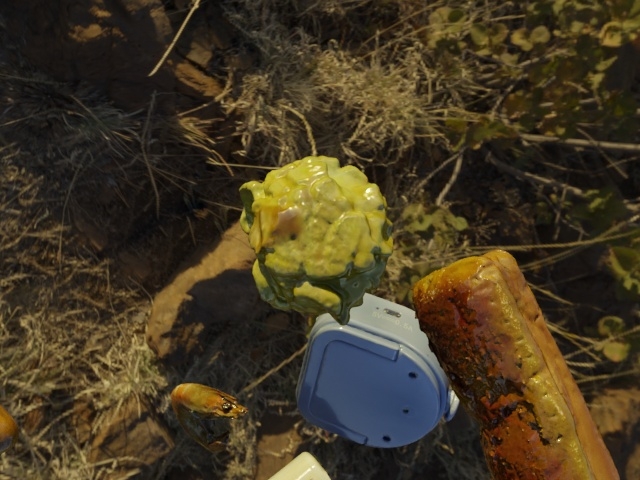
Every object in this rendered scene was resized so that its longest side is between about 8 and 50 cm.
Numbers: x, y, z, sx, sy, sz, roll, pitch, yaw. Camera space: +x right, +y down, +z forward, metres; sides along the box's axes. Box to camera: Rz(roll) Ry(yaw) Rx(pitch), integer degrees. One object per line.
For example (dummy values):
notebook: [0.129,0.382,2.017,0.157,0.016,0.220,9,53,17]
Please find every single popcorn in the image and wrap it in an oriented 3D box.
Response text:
popcorn: [-0.012,0.000,0.819,0.216,0.181,0.235,2,76,1]

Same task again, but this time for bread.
bread: [0.179,0.149,0.579,0.077,0.139,0.271,-15,78,-31]

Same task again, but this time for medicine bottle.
medicine bottle: [-0.096,0.652,1.452,0.258,0.143,0.144,-31,113,-22]

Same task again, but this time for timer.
timer: [0.145,0.317,1.411,0.394,0.173,0.395,9,123,14]

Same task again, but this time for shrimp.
shrimp: [-0.210,0.332,1.114,0.068,0.248,0.150,-32,93,-38]

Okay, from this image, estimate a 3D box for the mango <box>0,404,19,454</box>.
mango: [-0.691,0.354,1.119,0.227,0.147,0.109,26,124,-23]
